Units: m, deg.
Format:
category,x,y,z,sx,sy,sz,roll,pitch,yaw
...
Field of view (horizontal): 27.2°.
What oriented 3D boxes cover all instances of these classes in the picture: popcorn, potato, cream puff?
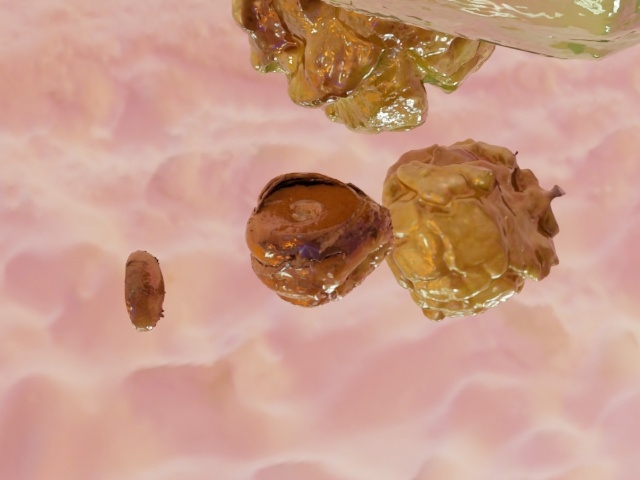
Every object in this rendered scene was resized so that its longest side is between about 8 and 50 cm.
category,x,y,z,sx,sy,sz,roll,pitch,yaw
popcorn,0.186,-0.020,1.651,0.225,0.249,0.249,-17,143,25
popcorn,0.038,-0.242,1.204,0.282,0.282,0.247,-46,164,29
potato,-0.197,0.054,1.477,0.037,0.093,0.036,-8,172,21
cream puff,0.000,0.000,1.181,0.133,0.119,0.104,-12,127,-7

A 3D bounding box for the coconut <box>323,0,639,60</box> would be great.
category,x,y,z,sx,sy,sz,roll,pitch,yaw
coconut,0.069,-0.177,0.473,0.236,0.236,0.204,-27,178,10
